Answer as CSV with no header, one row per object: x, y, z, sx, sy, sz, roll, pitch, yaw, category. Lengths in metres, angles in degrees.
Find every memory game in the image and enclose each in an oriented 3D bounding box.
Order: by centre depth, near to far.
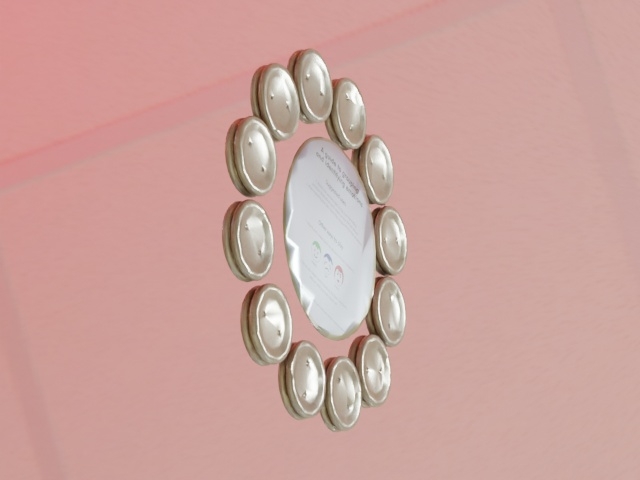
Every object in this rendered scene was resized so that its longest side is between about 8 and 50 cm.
0.000,0.000,0.879,0.012,0.186,0.186,-7,-91,27,memory game
